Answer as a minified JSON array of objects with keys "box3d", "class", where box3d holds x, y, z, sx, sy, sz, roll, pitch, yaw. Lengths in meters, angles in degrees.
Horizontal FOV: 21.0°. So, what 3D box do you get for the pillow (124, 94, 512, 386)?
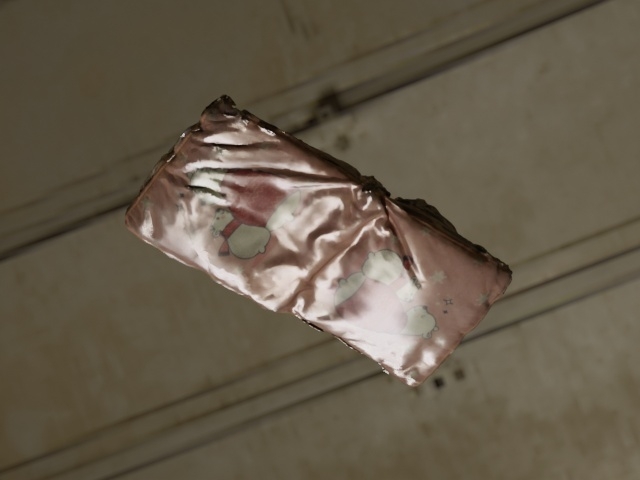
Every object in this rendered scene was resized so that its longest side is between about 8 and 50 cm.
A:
[{"box3d":[0.000,0.000,1.187,0.135,0.248,0.049,-51,-163,35],"class":"pillow"}]
